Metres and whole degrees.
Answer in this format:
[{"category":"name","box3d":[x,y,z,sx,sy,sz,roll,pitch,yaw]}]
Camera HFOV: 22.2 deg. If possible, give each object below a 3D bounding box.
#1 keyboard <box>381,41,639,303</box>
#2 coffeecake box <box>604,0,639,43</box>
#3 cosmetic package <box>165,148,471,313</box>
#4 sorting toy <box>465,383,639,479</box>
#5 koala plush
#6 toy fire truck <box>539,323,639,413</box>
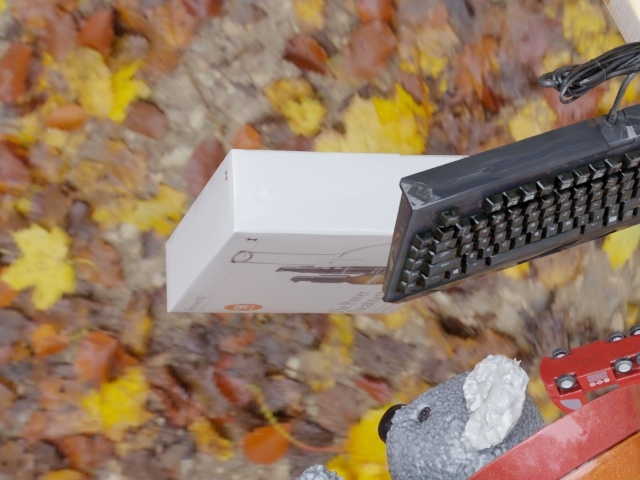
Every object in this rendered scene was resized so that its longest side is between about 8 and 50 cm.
[{"category":"keyboard","box3d":[0.191,-0.059,1.074,0.317,0.202,0.033,-18,53,-22]},{"category":"coffeecake box","box3d":[0.303,-0.181,1.239,0.142,0.068,0.186,-26,80,-2]},{"category":"cosmetic package","box3d":[0.000,0.000,1.791,0.284,0.377,0.098,3,75,-14]},{"category":"sorting toy","box3d":[0.059,0.227,0.940,0.365,0.127,0.126,-33,78,3]},{"category":"koala plush","box3d":[0.100,0.196,1.243,0.203,0.196,0.221,27,77,20]},{"category":"toy fire truck","box3d":[0.344,0.154,1.752,0.192,0.135,0.047,-19,40,14]}]
